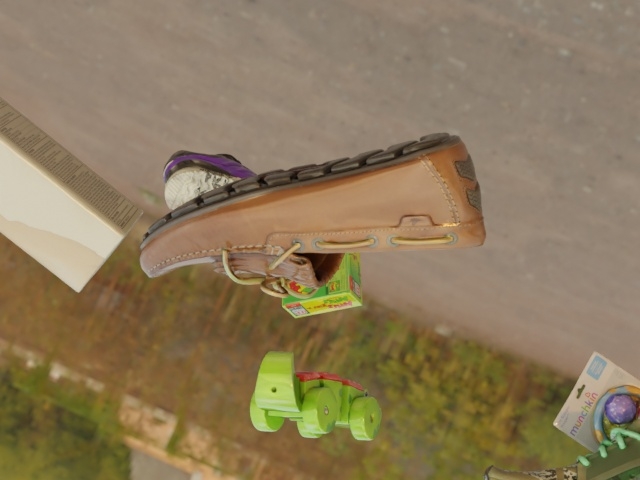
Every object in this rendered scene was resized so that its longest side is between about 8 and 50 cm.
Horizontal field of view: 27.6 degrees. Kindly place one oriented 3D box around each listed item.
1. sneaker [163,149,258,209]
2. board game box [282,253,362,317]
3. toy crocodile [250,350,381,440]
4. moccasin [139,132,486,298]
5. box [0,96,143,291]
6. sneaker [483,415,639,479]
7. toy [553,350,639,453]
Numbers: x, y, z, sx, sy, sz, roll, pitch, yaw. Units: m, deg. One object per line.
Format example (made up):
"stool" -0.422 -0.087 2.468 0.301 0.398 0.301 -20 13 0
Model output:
"sneaker" -0.123 -0.080 2.125 0.293 0.102 0.146 21 -159 -25
"board game box" 0.000 0.000 1.637 0.092 0.181 0.043 -12 151 20
"toy crocodile" -0.002 0.234 1.909 0.115 0.105 0.340 -2 167 29
"moccasin" -0.014 -0.005 1.346 0.380 0.147 0.139 -12 -171 17
"box" -0.432 -0.080 1.941 0.311 0.121 0.148 39 -164 -6
"sneaker" 0.443 0.329 1.886 0.410 0.182 0.158 5 169 1
"toy" 0.489 0.285 1.966 0.237 0.137 0.056 35 163 -4
